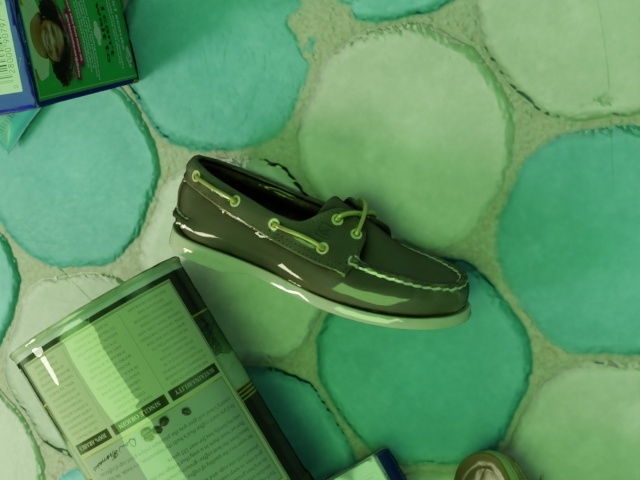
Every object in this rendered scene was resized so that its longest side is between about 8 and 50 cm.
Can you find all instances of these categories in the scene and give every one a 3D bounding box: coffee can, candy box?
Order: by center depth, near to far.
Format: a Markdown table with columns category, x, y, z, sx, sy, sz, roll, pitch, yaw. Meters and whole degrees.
| category | x | y | z | sx | sy | sz | roll | pitch | yaw |
| --- | --- | --- | --- | --- | --- | --- | --- | --- | --- |
| candy box | -0.350 | -0.176 | 1.278 | 0.268 | 0.317 | 0.122 | -7 | 101 | 10 |
| coffee can | -0.161 | 0.183 | 1.373 | 0.201 | 0.201 | 0.275 | -31 | 90 | 24 |

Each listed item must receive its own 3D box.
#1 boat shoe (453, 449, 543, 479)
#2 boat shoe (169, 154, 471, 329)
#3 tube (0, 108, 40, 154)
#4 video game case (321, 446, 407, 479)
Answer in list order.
| category | x | y | z | sx | sy | sz | roll | pitch | yaw |
| --- | --- | --- | --- | --- | --- | --- | --- | --- | --- |
| boat shoe | 0.213 | 0.339 | 1.341 | 0.104 | 0.089 | 0.285 | -13 | 95 | 48 |
| boat shoe | 0.000 | 0.000 | 1.322 | 0.324 | 0.116 | 0.096 | 18 | 111 | 22 |
| tube | -0.396 | -0.192 | 1.467 | 0.207 | 0.052 | 0.080 | 42 | 119 | 1 |
| video game case | 0.028 | 0.390 | 1.394 | 0.244 | 0.061 | 0.269 | -31 | 82 | 15 |
